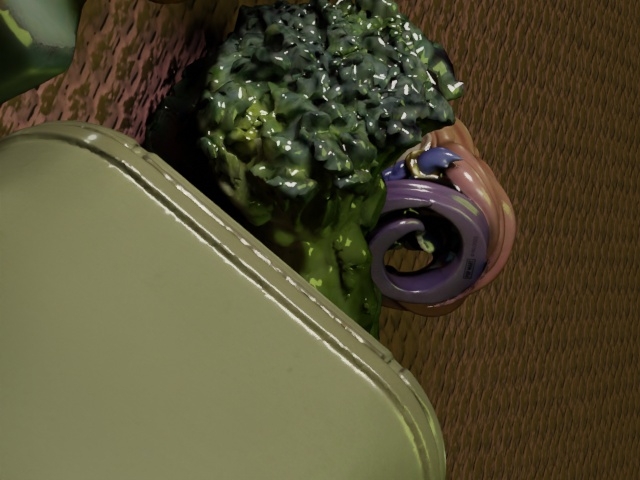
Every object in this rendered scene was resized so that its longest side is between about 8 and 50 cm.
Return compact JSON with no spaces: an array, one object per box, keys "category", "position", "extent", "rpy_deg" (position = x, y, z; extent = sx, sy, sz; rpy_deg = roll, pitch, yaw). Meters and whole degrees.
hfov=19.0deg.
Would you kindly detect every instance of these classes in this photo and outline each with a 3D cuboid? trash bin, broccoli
[{"category":"trash bin","position":[-0.097,0.084,0.709],"extent":[0.121,0.243,0.247],"rpy_deg":[-53,173,32]},{"category":"broccoli","position":[0.004,0.004,1.063],"extent":[0.304,0.145,0.165],"rpy_deg":[85,25,-44]}]

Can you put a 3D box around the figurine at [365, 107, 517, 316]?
[{"category":"figurine","position":[0.073,-0.024,1.222],"extent":[0.157,0.114,0.126],"rpy_deg":[-61,159,-51]}]

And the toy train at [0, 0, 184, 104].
[{"category":"toy train","position":[-0.142,-0.188,0.596],"extent":[0.231,0.163,0.369],"rpy_deg":[49,27,-34]}]
